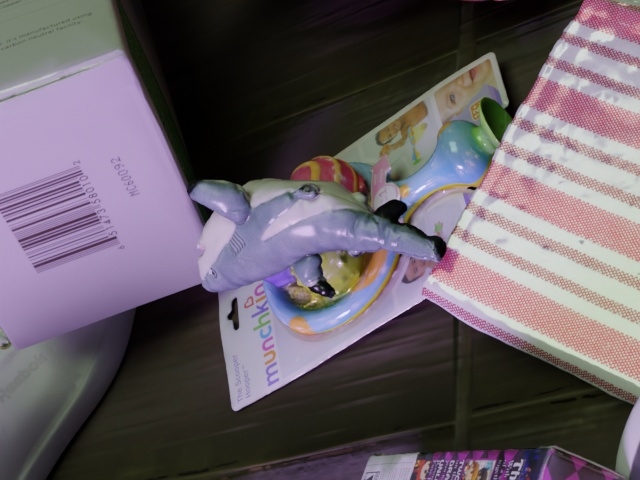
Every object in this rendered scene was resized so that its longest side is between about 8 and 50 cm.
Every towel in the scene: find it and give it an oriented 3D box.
[{"bbox_3d":[0.156,-0.025,0.652,0.144,0.029,0.197,28,85,33],"label":"towel"}]

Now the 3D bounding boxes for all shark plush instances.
[{"bbox_3d":[0.000,0.000,0.718,0.161,0.073,0.067,2,94,23],"label":"shark plush"}]

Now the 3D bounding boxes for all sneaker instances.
[{"bbox_3d":[-0.222,0.090,0.873,0.106,0.123,0.290,8,68,46],"label":"sneaker"}]

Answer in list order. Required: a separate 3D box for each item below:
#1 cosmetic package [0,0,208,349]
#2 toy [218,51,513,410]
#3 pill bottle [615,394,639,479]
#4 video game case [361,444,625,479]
[{"bbox_3d":[-0.198,-0.131,0.891,0.155,0.197,0.365,-20,45,0],"label":"cosmetic package"},{"bbox_3d":[0.012,-0.013,0.771,0.237,0.056,0.137,-31,47,25],"label":"toy"},{"bbox_3d":[0.212,0.115,0.448,0.119,0.119,0.208,-54,36,2],"label":"pill bottle"},{"bbox_3d":[0.035,0.204,0.554,0.210,0.042,0.232,148,144,-70],"label":"video game case"}]
